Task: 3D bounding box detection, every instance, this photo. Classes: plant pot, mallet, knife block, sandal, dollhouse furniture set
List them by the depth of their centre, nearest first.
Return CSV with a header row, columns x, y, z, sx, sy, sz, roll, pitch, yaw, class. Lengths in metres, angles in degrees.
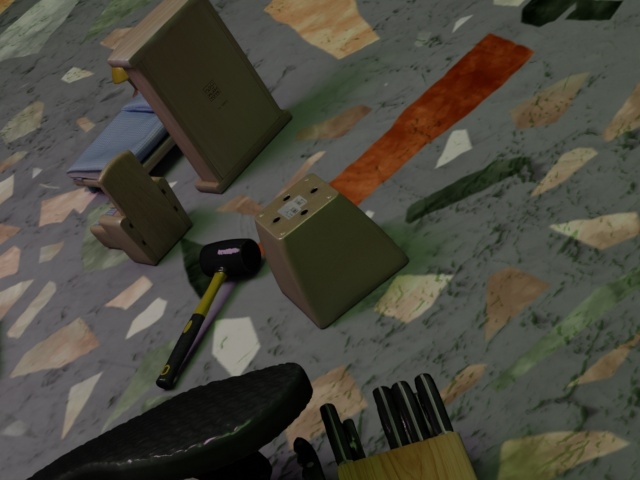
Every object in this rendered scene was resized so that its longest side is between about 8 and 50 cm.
x,y,z,sx,sy,sz,roll,pitch,yaw,class
0.089,0.200,1.168,0.276,0.088,0.242,9,39,38,knife block
-0.128,0.201,1.355,0.167,0.107,0.446,-34,4,-37,sandal
0.000,0.000,1.561,0.109,0.096,0.109,-37,29,-7,plant pot
-0.127,0.072,1.650,0.062,0.039,0.190,-1,47,43,mallet
-0.244,-0.149,1.927,0.303,0.198,0.286,7,48,50,dollhouse furniture set
